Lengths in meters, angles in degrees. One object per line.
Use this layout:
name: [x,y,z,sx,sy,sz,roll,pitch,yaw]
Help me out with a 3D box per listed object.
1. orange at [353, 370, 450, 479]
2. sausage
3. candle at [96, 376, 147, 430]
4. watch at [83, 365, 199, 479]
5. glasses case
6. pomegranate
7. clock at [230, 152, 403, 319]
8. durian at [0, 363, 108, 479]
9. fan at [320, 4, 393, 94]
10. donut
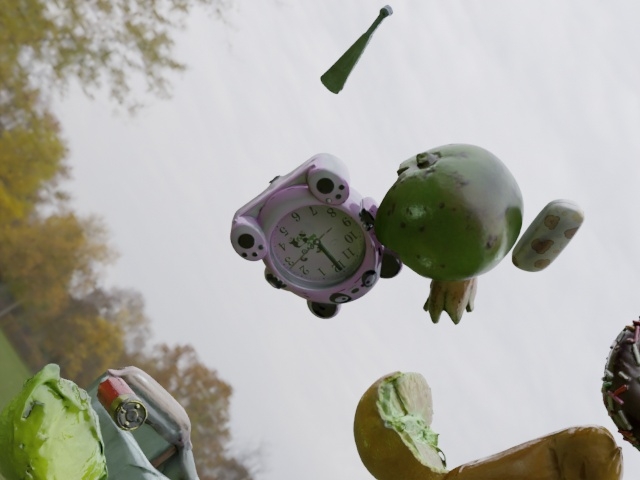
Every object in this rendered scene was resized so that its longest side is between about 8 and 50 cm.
orange: [0.142,0.362,2.028,0.179,0.159,0.237,45,24,-54]
sausage: [0.337,0.374,1.693,0.354,0.116,0.134,-30,-127,44]
candle: [-0.303,0.240,1.644,0.131,0.052,0.052,26,-34,59]
watch: [-0.309,0.365,1.842,0.253,0.162,0.241,46,12,-22]
glasses case: [0.355,-0.006,1.716,0.063,0.041,0.164,18,-42,-10]
pomegranate: [0.211,-0.007,1.739,0.236,0.236,0.301,34,-38,55]
clock: [0.000,0.000,1.800,0.248,0.228,0.090,48,19,-22]
durian: [-0.348,0.259,1.401,0.101,0.139,0.250,23,-31,29]
fan: [0.054,-0.274,1.578,0.038,0.016,0.193,45,-38,1]
donut: [0.559,0.213,1.664,0.269,0.270,0.103,48,-12,31]
